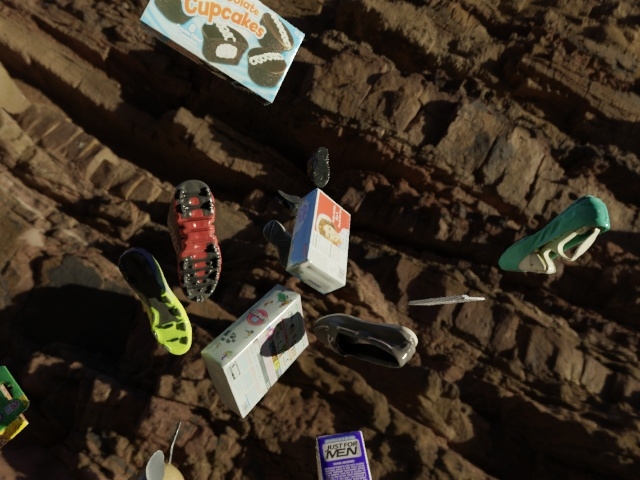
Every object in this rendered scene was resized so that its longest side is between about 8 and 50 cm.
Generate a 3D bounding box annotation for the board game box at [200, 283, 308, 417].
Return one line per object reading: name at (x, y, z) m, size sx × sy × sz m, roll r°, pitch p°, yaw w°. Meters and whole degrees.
board game box at (-0.171, 0.307, 1.225) m, size 0.097 × 0.303 × 0.224 m, roll 21°, pitch -46°, yaw 32°

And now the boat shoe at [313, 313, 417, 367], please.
boat shoe at (0.096, 0.275, 1.170) m, size 0.335 × 0.095 × 0.112 m, roll -3°, pitch -57°, yaw 39°

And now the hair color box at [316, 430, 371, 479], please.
hair color box at (0.063, 0.591, 0.858) m, size 0.109 × 0.339 × 0.185 m, roll -5°, pitch -45°, yaw -4°

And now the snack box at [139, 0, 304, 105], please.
snack box at (-0.216, -0.479, 0.982) m, size 0.321 × 0.187 × 0.060 m, roll 26°, pitch -3°, yaw -24°

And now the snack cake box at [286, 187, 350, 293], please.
snack cake box at (0.000, 0.000, 1.240) m, size 0.152 × 0.265 × 0.089 m, roll 35°, pitch -46°, yaw -30°

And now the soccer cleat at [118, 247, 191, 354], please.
soccer cleat at (-0.400, 0.146, 1.073) m, size 0.289 × 0.093 × 0.121 m, roll 63°, pitch -5°, yaw -7°

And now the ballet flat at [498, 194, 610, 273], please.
ballet flat at (0.462, 0.015, 0.862) m, size 0.083 × 0.087 × 0.247 m, roll 14°, pitch -42°, yaw -24°

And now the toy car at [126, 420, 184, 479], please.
toy car at (-0.234, 0.332, 0.546) m, size 0.148 × 0.189 × 0.155 m, roll 23°, pitch 3°, yaw -2°

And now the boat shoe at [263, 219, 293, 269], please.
boat shoe at (-0.128, 0.041, 1.806) m, size 0.320 × 0.118 × 0.103 m, roll 47°, pitch 6°, yaw 34°

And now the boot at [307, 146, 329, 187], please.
boot at (-0.011, -0.190, 1.180) m, size 0.045 × 0.121 × 0.099 m, roll 7°, pitch -13°, yaw -18°

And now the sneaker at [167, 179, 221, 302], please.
sneaker at (-0.296, 0.002, 0.999) m, size 0.135 × 0.097 × 0.276 m, roll 0°, pitch -84°, yaw 61°

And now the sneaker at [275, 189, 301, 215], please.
sneaker at (-0.066, -0.117, 1.449) m, size 0.170 × 0.051 × 0.089 m, roll 11°, pitch 31°, yaw -39°

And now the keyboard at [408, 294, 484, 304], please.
keyboard at (0.354, 0.176, 1.235) m, size 0.072 × 0.014 × 0.256 m, roll 11°, pitch -15°, yaw -21°

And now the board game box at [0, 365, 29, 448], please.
board game box at (-0.571, 0.323, 0.647) m, size 0.124 × 0.259 × 0.039 m, roll 27°, pitch -28°, yaw 32°
